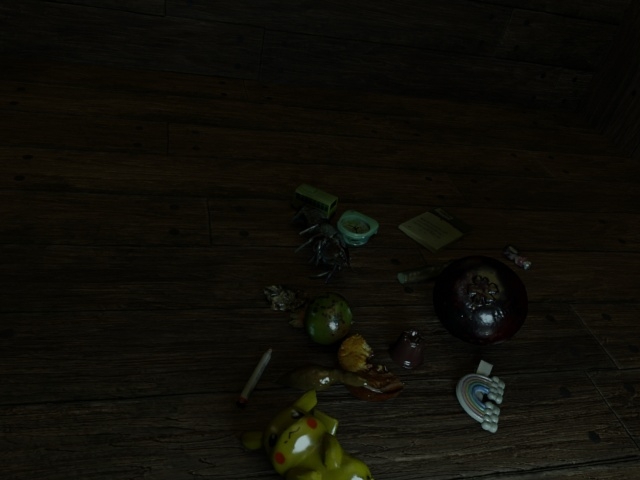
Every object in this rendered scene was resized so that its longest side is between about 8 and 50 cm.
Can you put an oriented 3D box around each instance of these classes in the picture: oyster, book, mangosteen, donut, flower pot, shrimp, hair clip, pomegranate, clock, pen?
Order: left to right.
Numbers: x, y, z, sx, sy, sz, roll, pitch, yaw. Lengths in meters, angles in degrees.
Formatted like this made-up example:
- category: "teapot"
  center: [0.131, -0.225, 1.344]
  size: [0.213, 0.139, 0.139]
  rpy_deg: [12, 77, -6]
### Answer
- category: "pen"
  center: [-0.177, 0.370, 1.480]
  size: [0.026, 0.026, 0.218]
  rpy_deg: [19, 37, 8]
- category: "oyster"
  center: [-0.103, 0.179, 1.733]
  size: [0.148, 0.051, 0.103]
  rpy_deg: [0, 45, -34]
- category: "shrimp"
  center: [0.003, -0.001, 1.921]
  size: [0.221, 0.166, 0.411]
  rpy_deg: [22, 33, -37]
- category: "pomegranate"
  center: [0.004, 0.235, 1.620]
  size: [0.204, 0.159, 0.159]
  rpy_deg: [-3, 32, 21]
- category: "clock"
  center: [0.129, -0.041, 2.084]
  size: [0.148, 0.060, 0.188]
  rpy_deg: [28, 39, 17]
- category: "donut"
  center: [0.121, 0.375, 1.518]
  size: [0.141, 0.085, 0.217]
  rpy_deg: [-12, 43, -29]
- category: "flower pot"
  center: [0.273, 0.321, 1.631]
  size: [0.111, 0.089, 0.111]
  rpy_deg: [9, 37, -7]
- category: "book"
  center: [0.486, -0.052, 2.237]
  size: [0.289, 0.026, 0.201]
  rpy_deg: [-23, 50, -38]
- category: "mangosteen"
  center: [0.509, 0.199, 1.735]
  size: [0.296, 0.293, 0.298]
  rpy_deg: [3, 64, -7]
- category: "hair clip"
  center: [0.465, 0.445, 1.571]
  size: [0.140, 0.054, 0.220]
  rpy_deg: [27, 42, 7]

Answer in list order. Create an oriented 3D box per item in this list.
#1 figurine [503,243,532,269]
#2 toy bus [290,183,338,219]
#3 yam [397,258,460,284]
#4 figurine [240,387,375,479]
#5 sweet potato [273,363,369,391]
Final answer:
- category: "figurine"
  center: [0.799, 0.061, 2.167]
  size: [0.072, 0.054, 0.129]
  rpy_deg: [-20, 50, -42]
- category: "toy bus"
  center: [-0.024, -0.157, 2.154]
  size: [0.174, 0.101, 0.088]
  rpy_deg: [24, 38, 17]
- category: "yam"
  center: [0.409, 0.114, 1.973]
  size: [0.273, 0.061, 0.061]
  rpy_deg: [-9, 42, -25]
- category: "figurine"
  center: [-0.017, 0.495, 1.246]
  size: [0.218, 0.169, 0.326]
  rpy_deg: [-38, 64, -19]
- category: "sweet potato"
  center: [0.007, 0.373, 1.459]
  size: [0.269, 0.075, 0.075]
  rpy_deg: [-5, 32, 20]
